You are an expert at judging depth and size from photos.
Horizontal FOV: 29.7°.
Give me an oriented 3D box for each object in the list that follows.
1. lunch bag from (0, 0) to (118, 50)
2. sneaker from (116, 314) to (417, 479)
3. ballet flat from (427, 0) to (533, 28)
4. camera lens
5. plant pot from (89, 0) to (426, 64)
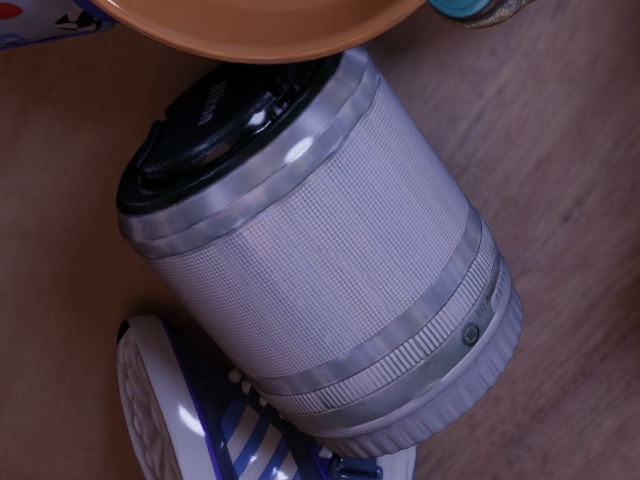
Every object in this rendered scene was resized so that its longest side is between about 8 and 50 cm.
[{"bbox_3d":[-0.327,-0.265,0.785,0.327,0.239,0.385,-6,139,15],"label":"lunch bag"},{"bbox_3d":[-0.032,0.192,1.125,0.323,0.236,0.130,65,151,13],"label":"sneaker"},{"bbox_3d":[0.163,-0.287,0.736,0.123,0.123,0.348,21,127,-4],"label":"ballet flat"},{"bbox_3d":[0.000,0.000,0.906,0.219,0.219,0.274,-26,117,26],"label":"camera lens"},{"bbox_3d":[-0.030,-0.279,0.722,0.291,0.203,0.291,6,125,8],"label":"plant pot"}]
